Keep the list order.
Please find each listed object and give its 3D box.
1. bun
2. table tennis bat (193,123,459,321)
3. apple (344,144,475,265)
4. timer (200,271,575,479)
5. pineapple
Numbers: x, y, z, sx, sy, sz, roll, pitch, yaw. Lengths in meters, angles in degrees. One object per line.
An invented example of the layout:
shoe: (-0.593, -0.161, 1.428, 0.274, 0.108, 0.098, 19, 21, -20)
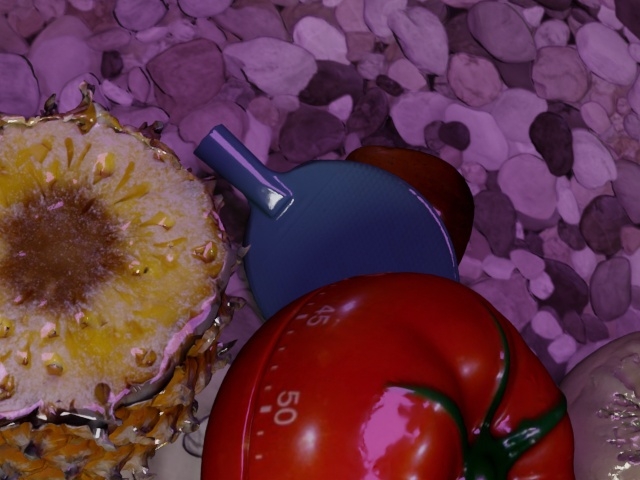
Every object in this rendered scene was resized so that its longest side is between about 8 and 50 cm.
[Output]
bun: (0.382, 0.233, 1.563, 0.287, 0.146, 0.287, 9, 64, -19)
table tennis bat: (0.000, 0.000, 1.491, 0.329, 0.215, 0.044, 42, 13, 7)
apple: (0.085, -0.029, 1.561, 0.158, 0.147, 0.156, 25, 79, -10)
timer: (0.063, 0.219, 1.309, 0.378, 0.279, 0.378, 12, 74, -48)
pineapple: (-0.235, 0.060, 1.260, 0.352, 0.300, 0.352, 4, 70, -10)
